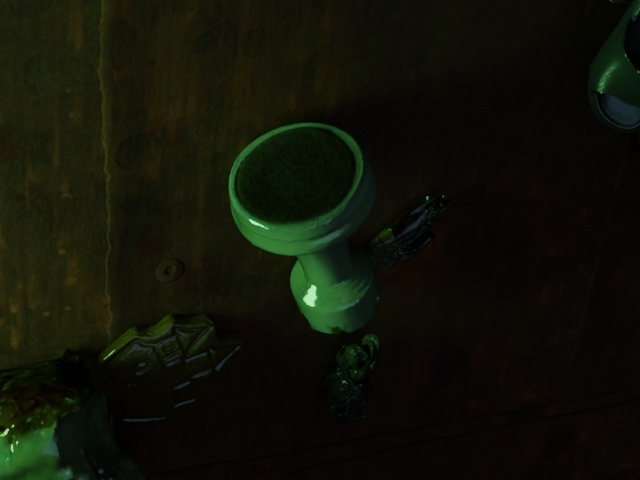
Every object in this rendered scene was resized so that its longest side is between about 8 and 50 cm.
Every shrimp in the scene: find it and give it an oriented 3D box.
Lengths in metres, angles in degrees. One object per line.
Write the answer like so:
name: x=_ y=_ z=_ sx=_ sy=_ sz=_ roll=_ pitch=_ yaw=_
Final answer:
shrimp: x=0.132 y=-0.011 z=2.138 sx=0.161 sy=0.034 sz=0.091 roll=-40 pitch=144 yaw=16

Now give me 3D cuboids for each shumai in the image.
shumai: x=-0.377 y=0.323 z=2.000 sx=0.324 sy=0.397 sz=0.323 roll=-20 pitch=103 yaw=-36

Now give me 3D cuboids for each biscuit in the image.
biscuit: x=-0.210 y=0.182 z=2.117 sx=0.215 sy=0.034 sz=0.182 roll=-21 pitch=132 yaw=-10

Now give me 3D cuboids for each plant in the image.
plant: x=0.050 y=0.210 z=2.243 sx=0.085 sy=0.087 sz=0.174 roll=-32 pitch=147 yaw=-43

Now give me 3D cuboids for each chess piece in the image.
chess piece: x=0.000 y=0.000 z=1.988 sx=0.194 sy=0.195 sz=0.299 roll=-26 pitch=141 yaw=-5

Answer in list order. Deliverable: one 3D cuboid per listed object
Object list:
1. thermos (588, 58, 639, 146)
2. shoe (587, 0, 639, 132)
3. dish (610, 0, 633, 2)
thermos: x=0.490 y=-0.203 z=2.095 sx=0.176 sy=0.146 sz=0.265 roll=-20 pitch=125 yaw=21
shoe: x=0.435 y=-0.243 z=1.940 sx=0.108 sy=0.093 sz=0.241 roll=16 pitch=118 yaw=-11
dish: x=0.478 y=-0.390 z=1.971 sx=0.212 sy=0.077 sz=0.151 roll=3 pitch=126 yaw=-28
